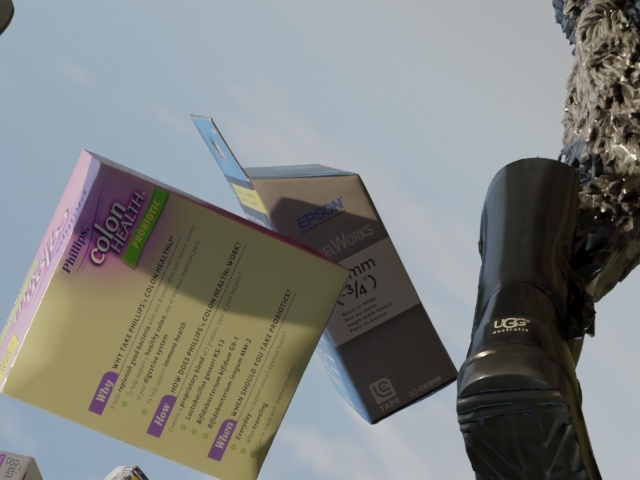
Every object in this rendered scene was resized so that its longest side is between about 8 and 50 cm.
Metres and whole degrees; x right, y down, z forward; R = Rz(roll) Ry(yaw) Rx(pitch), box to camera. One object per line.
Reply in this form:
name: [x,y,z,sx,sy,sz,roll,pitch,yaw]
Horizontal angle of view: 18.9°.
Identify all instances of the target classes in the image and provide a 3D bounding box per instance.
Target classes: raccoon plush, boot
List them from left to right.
boot: [0.144,0.095,1.198,0.207,0.094,0.246,-73,-25,-48]
raccoon plush: [0.220,-0.148,1.625,0.446,0.216,0.299,-28,-121,-38]

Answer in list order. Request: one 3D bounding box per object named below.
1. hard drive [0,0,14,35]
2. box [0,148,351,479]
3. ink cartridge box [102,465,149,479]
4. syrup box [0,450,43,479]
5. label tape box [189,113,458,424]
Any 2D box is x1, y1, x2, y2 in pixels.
hard drive: [-0.390,-0.114,1.353,0.307,0.203,0.040,5,135,30]
box: [-0.135,0.068,1.683,0.243,0.213,0.117,23,-178,-17]
ink cartridge box: [-0.217,0.262,1.837,0.029,0.115,0.063,52,157,-9]
syrup box: [-0.372,0.352,2.290,0.237,0.096,0.093,77,-155,-47]
label tape box: [0.000,0.000,1.922,0.333,0.106,0.240,63,174,-8]
